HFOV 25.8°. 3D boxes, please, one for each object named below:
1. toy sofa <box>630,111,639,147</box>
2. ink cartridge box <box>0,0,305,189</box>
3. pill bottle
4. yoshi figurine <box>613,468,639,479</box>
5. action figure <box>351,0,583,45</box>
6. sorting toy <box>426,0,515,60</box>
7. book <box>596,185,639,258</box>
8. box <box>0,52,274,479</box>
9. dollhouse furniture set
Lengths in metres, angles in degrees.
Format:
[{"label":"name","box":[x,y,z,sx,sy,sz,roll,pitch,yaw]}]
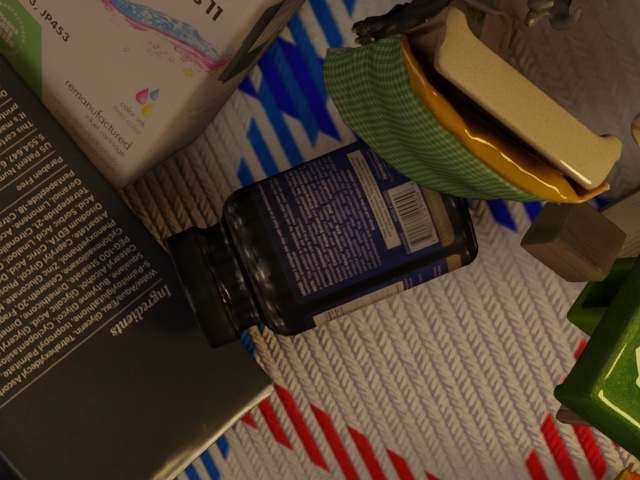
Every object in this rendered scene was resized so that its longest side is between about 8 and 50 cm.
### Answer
[{"label":"toy sofa","box":[0.375,-0.002,0.887,0.362,0.150,0.177,39,127,9]},{"label":"ink cartridge box","box":[-0.117,-0.232,1.093,0.207,0.119,0.353,46,129,4]},{"label":"pill bottle","box":[0.000,0.000,1.074,0.219,0.123,0.123,-22,104,-2]},{"label":"yoshi figurine","box":[0.341,0.352,1.080,0.362,0.203,0.203,36,143,9]},{"label":"action figure","box":[0.126,-0.214,0.921,0.275,0.141,0.164,-28,105,23]},{"label":"sorting toy","box":[0.101,-0.154,1.052,0.075,0.045,0.083,31,126,24]},{"label":"book","box":[0.263,0.029,1.049,0.096,0.035,0.144,-33,94,42]},{"label":"box","box":[-0.270,0.063,1.217,0.395,0.212,0.293,49,158,1]},{"label":"dollhouse furniture set","box":[0.116,0.006,0.916,0.301,0.151,0.197,36,165,-16]}]
